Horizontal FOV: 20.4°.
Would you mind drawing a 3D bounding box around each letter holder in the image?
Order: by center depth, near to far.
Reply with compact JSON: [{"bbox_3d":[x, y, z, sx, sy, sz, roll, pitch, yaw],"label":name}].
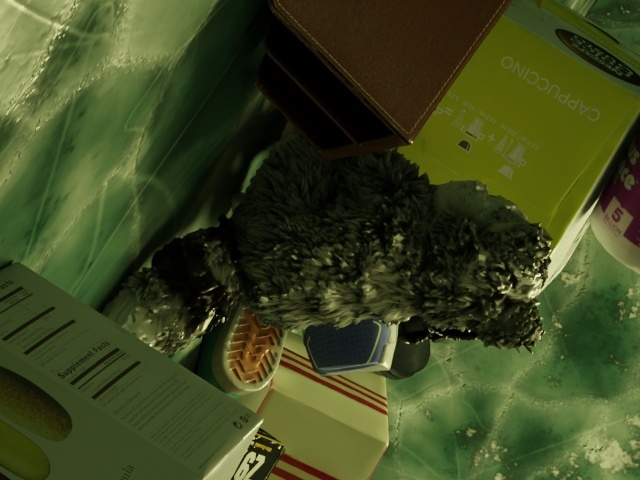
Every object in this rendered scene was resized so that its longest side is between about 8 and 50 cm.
[{"bbox_3d":[0.055,-0.265,1.740,0.302,0.214,0.152,-55,-157,-22],"label":"letter holder"}]

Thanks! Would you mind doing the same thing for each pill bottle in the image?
[{"bbox_3d":[0.475,-0.107,2.229,0.169,0.169,0.301,-43,162,-58],"label":"pill bottle"}]

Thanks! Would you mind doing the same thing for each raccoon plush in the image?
[{"bbox_3d":[0.032,0.071,1.841,0.446,0.299,0.216,-43,146,-20],"label":"raccoon plush"}]

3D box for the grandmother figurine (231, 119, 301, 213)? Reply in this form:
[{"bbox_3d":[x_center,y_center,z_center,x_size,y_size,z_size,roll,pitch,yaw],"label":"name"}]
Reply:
[{"bbox_3d":[0.002,-0.130,1.992,0.342,0.104,0.208,-62,162,12],"label":"grandmother figurine"}]

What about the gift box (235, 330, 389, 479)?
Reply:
[{"bbox_3d":[-0.074,0.264,2.454,0.255,0.258,0.276,-62,-170,13],"label":"gift box"}]

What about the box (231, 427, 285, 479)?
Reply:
[{"bbox_3d":[-0.200,0.311,2.147,0.257,0.079,0.322,-59,150,-2],"label":"box"}]

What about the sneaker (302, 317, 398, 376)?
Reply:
[{"bbox_3d":[0.000,-0.001,2.144,0.182,0.127,0.316,39,45,-56],"label":"sneaker"}]

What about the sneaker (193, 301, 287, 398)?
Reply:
[{"bbox_3d":[-0.085,0.073,2.252,0.121,0.108,0.302,-24,-148,49],"label":"sneaker"}]

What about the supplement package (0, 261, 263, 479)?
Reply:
[{"bbox_3d":[-0.195,0.148,1.393,0.139,0.244,0.134,-62,171,22],"label":"supplement package"}]

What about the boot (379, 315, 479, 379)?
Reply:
[{"bbox_3d":[0.164,0.121,2.452,0.246,0.207,0.094,31,51,-60],"label":"boot"}]

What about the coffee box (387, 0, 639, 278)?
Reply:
[{"bbox_3d":[0.234,-0.152,2.381,0.338,0.337,0.334,-60,170,18],"label":"coffee box"}]
